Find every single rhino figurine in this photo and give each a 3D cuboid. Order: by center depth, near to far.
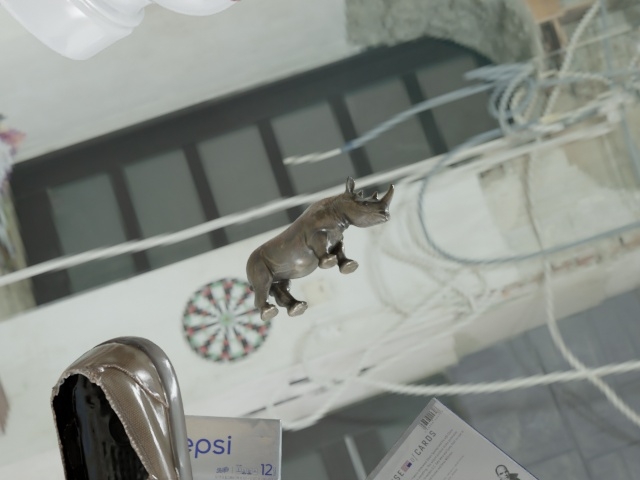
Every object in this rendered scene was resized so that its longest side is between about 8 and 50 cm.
[{"bbox_3d":[0.000,0.000,1.524,0.106,0.243,0.073,56,9,35],"label":"rhino figurine"}]

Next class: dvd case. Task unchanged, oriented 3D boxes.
[{"bbox_3d":[0.181,0.342,1.472,0.239,0.179,0.029,37,-9,25],"label":"dvd case"}]

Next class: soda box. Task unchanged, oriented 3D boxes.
[{"bbox_3d":[-0.198,0.299,1.594,0.091,0.286,0.098,101,-9,-63],"label":"soda box"}]

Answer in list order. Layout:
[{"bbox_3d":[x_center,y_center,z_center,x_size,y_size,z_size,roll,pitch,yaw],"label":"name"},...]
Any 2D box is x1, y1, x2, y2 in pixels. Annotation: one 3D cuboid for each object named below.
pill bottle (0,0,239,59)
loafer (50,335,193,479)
[{"bbox_3d":[-0.060,-0.310,0.822,0.229,0.408,0.229,53,16,-22],"label":"pill bottle"},{"bbox_3d":[-0.176,0.267,1.023,0.130,0.134,0.366,10,60,-66],"label":"loafer"}]
